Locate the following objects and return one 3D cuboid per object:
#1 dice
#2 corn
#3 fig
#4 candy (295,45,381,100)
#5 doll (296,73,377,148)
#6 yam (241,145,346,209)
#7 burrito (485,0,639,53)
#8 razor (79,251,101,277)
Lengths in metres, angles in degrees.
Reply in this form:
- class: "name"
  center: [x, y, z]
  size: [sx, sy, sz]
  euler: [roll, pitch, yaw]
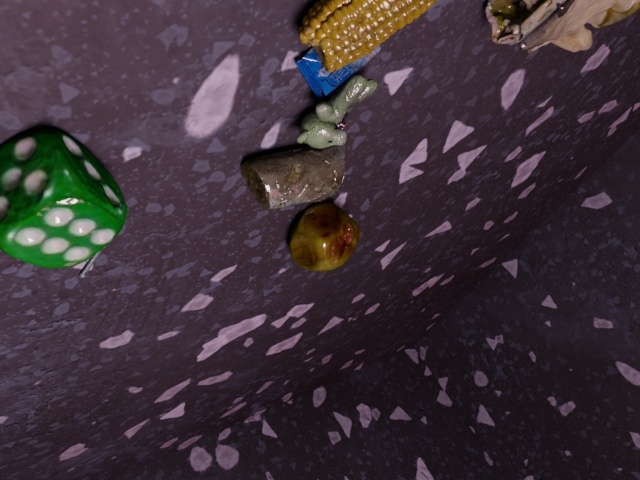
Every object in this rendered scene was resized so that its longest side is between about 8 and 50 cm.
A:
- class: "dice"
  center: [-0.331, -0.047, 0.609]
  size: [0.130, 0.120, 0.128]
  euler: [-33, 155, 1]
- class: "corn"
  center: [0.111, -0.346, 0.640]
  size: [0.317, 0.115, 0.115]
  euler: [-37, 154, 6]
- class: "fig"
  center: [0.000, 0.000, 1.078]
  size: [0.165, 0.144, 0.154]
  euler: [-39, -168, 27]
- class: "candy"
  center: [0.033, -0.282, 0.737]
  size: [0.136, 0.038, 0.088]
  euler: [-39, 142, 4]
- class: "doll"
  center: [0.029, -0.204, 0.795]
  size: [0.150, 0.078, 0.115]
  euler: [-42, 179, 29]
- class: "yam"
  center: [-0.044, -0.112, 0.867]
  size: [0.183, 0.107, 0.107]
  euler: [-15, 148, -29]
- class: "burrito"
  center: [0.444, -0.428, 0.859]
  size: [0.331, 0.135, 0.190]
  euler: [-18, 159, -37]
- class: "razor"
  center: [-0.404, -0.010, 0.697]
  size: [0.084, 0.036, 0.211]
  euler: [-55, 146, 3]
